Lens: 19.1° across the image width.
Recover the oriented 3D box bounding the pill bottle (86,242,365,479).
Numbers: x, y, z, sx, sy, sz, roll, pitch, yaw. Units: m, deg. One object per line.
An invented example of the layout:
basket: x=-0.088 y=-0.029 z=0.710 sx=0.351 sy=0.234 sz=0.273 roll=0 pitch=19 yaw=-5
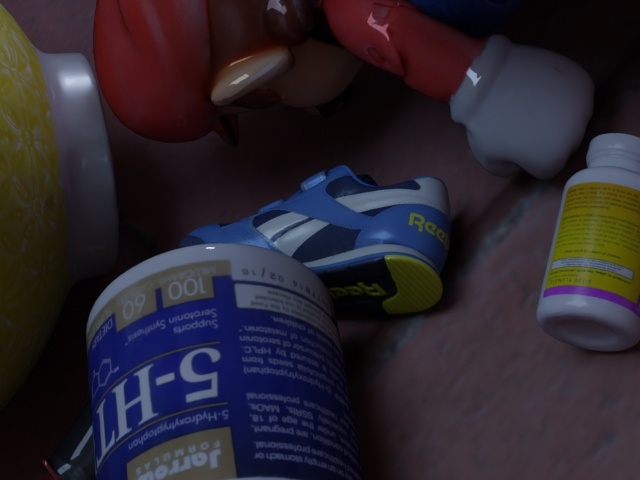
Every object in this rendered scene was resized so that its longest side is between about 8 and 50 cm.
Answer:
pill bottle: x=-0.037 y=0.105 z=0.786 sx=0.112 sy=0.112 sz=0.186 roll=-30 pitch=48 yaw=23

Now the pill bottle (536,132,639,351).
pill bottle: x=0.116 y=0.000 z=0.771 sx=0.043 sy=0.043 sz=0.083 roll=-4 pitch=62 yaw=40

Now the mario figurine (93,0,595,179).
mario figurine: x=0.044 y=-0.118 z=0.886 sx=0.320 sy=0.170 sz=0.198 roll=-17 pitch=17 yaw=20

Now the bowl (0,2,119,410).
bowl: x=-0.188 y=-0.027 z=0.949 sx=0.156 sy=0.289 sz=0.289 roll=-8 pitch=44 yaw=-16

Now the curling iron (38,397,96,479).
curling iron: x=-0.133 y=0.119 z=0.916 sx=0.068 sy=0.035 sz=0.274 roll=31 pitch=86 yaw=47

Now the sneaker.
sneaker: x=0.000 y=0.000 z=0.869 sx=0.144 sy=0.053 sz=0.059 roll=0 pitch=59 yaw=35
